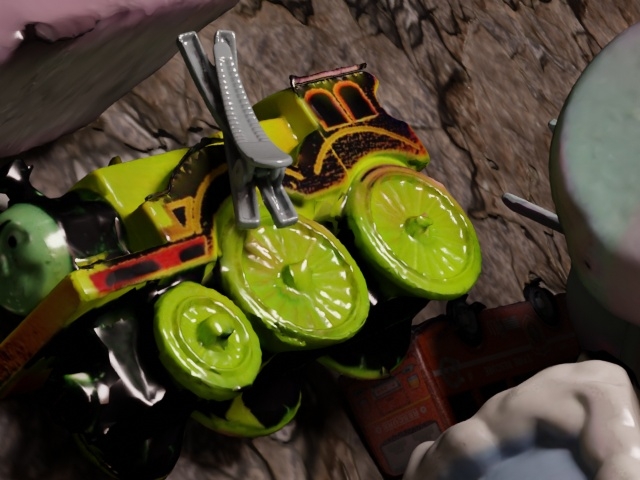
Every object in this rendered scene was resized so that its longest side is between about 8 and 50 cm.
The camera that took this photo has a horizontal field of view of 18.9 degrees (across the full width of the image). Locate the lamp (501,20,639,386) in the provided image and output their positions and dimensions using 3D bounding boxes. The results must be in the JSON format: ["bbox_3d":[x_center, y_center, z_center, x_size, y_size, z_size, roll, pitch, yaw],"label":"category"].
[{"bbox_3d":[0.205,-0.011,1.067,0.247,0.247,0.301,25,-9,25],"label":"lamp"}]

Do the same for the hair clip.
[{"bbox_3d":[-0.037,-0.060,0.894,0.030,0.039,0.115,-2,50,-28],"label":"hair clip"}]

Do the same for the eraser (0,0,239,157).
[{"bbox_3d":[-0.233,-0.202,0.891,0.359,0.122,0.272,51,25,4],"label":"eraser"}]

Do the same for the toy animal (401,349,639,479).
[{"bbox_3d":[0.120,0.173,0.961,0.208,0.156,0.204,59,13,-48],"label":"toy animal"}]

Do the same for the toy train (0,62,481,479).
[{"bbox_3d":[-0.043,0.010,0.933,0.296,0.100,0.161,-20,71,-51],"label":"toy train"}]

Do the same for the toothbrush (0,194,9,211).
[{"bbox_3d":[-0.179,-0.034,0.901,0.288,0.021,0.024,22,30,-44],"label":"toothbrush"}]

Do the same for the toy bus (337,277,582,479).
[{"bbox_3d":[0.100,0.081,1.135,0.235,0.073,0.096,-5,70,-57],"label":"toy bus"}]
